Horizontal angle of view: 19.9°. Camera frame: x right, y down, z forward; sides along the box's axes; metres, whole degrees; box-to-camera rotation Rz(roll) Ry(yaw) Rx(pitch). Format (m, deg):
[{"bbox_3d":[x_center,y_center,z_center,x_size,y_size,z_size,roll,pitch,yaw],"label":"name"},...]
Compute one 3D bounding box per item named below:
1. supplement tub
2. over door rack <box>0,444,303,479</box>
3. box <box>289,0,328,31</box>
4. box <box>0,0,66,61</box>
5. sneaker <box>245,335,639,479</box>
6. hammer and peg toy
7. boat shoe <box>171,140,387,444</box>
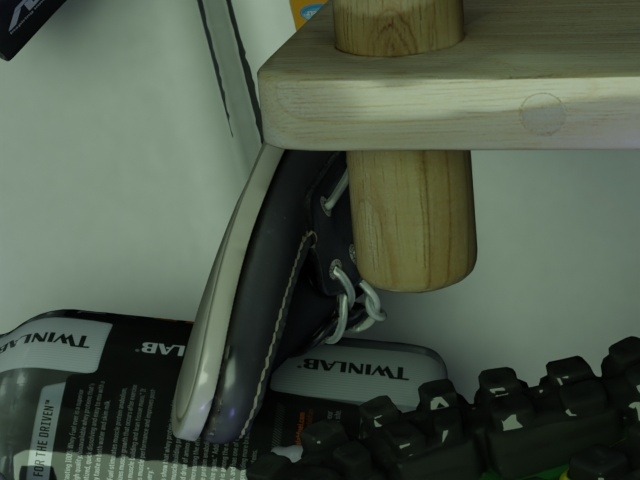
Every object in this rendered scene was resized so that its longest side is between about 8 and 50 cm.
[{"bbox_3d":[-0.051,0.088,0.680,0.190,0.117,0.117,6,93,3],"label":"supplement tub"},{"bbox_3d":[-0.087,0.225,0.637,0.239,0.108,0.324,-5,121,11],"label":"over door rack"},{"bbox_3d":[0.002,-0.139,0.667,0.028,0.081,0.136,3,134,14],"label":"box"},{"bbox_3d":[-0.147,-0.238,0.713,0.270,0.060,0.216,44,86,10],"label":"box"},{"bbox_3d":[0.137,0.089,0.536,0.343,0.134,0.146,-19,114,-10],"label":"sneaker"},{"bbox_3d":[0.183,-0.076,0.552,0.361,0.266,0.127,1,111,16],"label":"hammer and peg toy"},{"bbox_3d":[0.000,0.000,0.646,0.065,0.206,0.075,22,128,-2],"label":"boat shoe"}]
